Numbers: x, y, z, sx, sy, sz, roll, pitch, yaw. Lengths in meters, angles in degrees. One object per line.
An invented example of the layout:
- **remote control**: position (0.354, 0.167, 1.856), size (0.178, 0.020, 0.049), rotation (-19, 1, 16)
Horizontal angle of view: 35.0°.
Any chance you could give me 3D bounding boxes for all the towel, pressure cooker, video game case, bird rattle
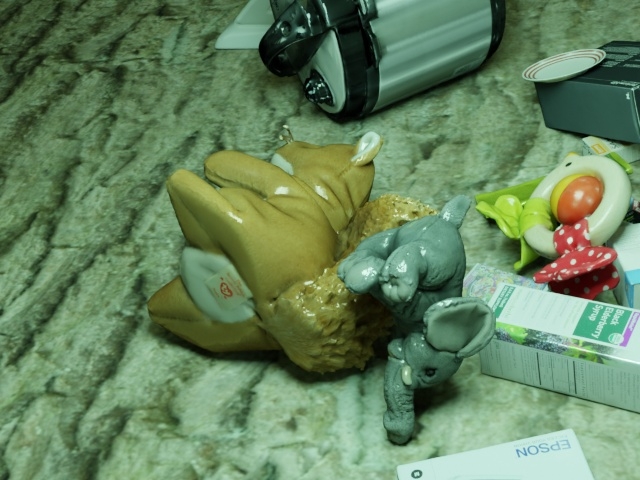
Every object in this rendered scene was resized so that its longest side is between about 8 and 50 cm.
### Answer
- **towel**: position (0.364, -0.088, 1.599), size (0.237, 0.021, 0.102), rotation (-17, 14, 4)
- **pressure cooker**: position (0.084, -0.427, 1.883), size (0.420, 0.370, 0.375), rotation (-24, 48, -13)
- **video game case**: position (0.259, 0.077, 1.468), size (0.122, 0.011, 0.087), rotation (18, 46, 34)
- **bird rattle**: position (0.337, -0.030, 1.398), size (0.207, 0.143, 0.253), rotation (-54, 21, 1)

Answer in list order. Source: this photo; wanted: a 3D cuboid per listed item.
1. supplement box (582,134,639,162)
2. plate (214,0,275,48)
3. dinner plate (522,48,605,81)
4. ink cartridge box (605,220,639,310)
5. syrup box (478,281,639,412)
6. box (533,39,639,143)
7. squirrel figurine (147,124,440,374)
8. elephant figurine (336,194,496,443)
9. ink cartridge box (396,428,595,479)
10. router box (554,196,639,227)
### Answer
- **supplement box**: position (0.491, -0.155, 1.676), size (0.098, 0.036, 0.062), rotation (-18, 36, -6)
- **plate**: position (-0.074, -0.522, 2.322), size (0.277, 0.045, 0.278), rotation (3, 39, 22)
- **dinner plate**: position (0.412, -0.292, 1.716), size (0.141, 0.017, 0.141), rotation (-18, 21, 7)
- **ink cartridge box**: position (0.448, 0.041, 1.388), size (0.090, 0.092, 0.143), rotation (-9, 38, 4)
- **syrup box**: position (0.327, 0.136, 1.301), size (0.237, 0.096, 0.093), rotation (11, 44, 30)
- **box**: position (0.511, -0.252, 1.689), size (0.184, 0.103, 0.261), rotation (-23, 21, -17)
- **squirrel figurine**: position (0.000, 0.000, 1.495), size (0.397, 0.281, 0.370), rotation (26, 40, 23)
- **elephant figurine**: position (0.135, 0.102, 1.279), size (0.186, 0.239, 0.169), rotation (-20, 17, 29)
- **ink cartridge box**: position (0.210, 0.324, 1.133), size (0.223, 0.045, 0.224), rotation (-13, 37, 0)
- **router box**: position (0.414, -0.037, 1.545), size (0.122, 0.038, 0.092), rotation (-27, 38, -18)
